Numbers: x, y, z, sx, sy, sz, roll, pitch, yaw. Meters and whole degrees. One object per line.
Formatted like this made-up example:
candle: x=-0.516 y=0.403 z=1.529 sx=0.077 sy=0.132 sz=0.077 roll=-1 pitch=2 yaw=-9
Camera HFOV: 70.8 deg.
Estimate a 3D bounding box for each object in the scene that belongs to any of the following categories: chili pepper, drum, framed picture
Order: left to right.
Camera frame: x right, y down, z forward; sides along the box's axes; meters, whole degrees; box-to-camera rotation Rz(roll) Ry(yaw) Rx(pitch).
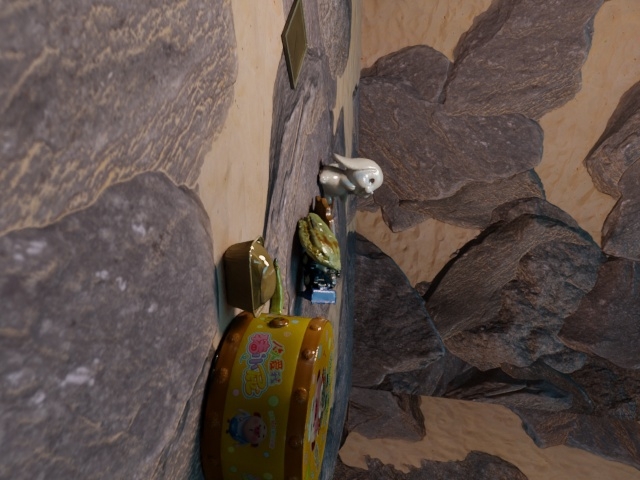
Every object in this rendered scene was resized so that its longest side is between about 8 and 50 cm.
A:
chili pepper: x=-0.130 y=0.155 z=1.326 sx=0.048 sy=0.043 sz=0.208 roll=1 pitch=87 yaw=-55
drum: x=-0.100 y=0.384 z=1.072 sx=0.431 sy=0.214 sz=0.432 roll=3 pitch=90 yaw=-81
framed picture: x=-0.076 y=-0.625 z=1.410 sx=0.184 sy=0.016 sz=0.250 roll=79 pitch=18 yaw=-54

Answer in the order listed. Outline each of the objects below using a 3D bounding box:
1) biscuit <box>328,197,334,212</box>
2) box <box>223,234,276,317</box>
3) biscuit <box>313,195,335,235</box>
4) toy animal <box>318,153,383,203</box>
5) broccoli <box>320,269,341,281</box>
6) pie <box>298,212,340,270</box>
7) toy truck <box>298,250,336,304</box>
biscuit: x=0.048 y=-0.196 z=2.224 sx=0.130 sy=0.019 sz=0.120 roll=77 pitch=20 yaw=-59
box: x=-0.150 y=0.078 z=0.993 sx=0.111 sy=0.111 sz=0.177 roll=-62 pitch=153 yaw=-67
biscuit: x=0.005 y=-0.080 z=1.804 sx=0.182 sy=0.034 sz=0.216 roll=127 pitch=-47 yaw=-64
toy animal: x=0.124 y=-0.271 z=2.004 sx=0.249 sy=0.289 sz=0.174 roll=120 pitch=-22 yaw=-64
broccoli: x=0.018 y=0.184 z=2.020 sx=0.122 sy=0.118 sz=0.204 roll=-118 pitch=-147 yaw=-45
pie: x=0.000 y=0.000 z=1.620 sx=0.201 sy=0.090 sz=0.248 roll=35 pitch=25 yaw=-44
toy truck: x=-0.016 y=0.147 z=1.692 sx=0.126 sy=0.113 sz=0.208 roll=-37 pitch=-127 yaw=50
